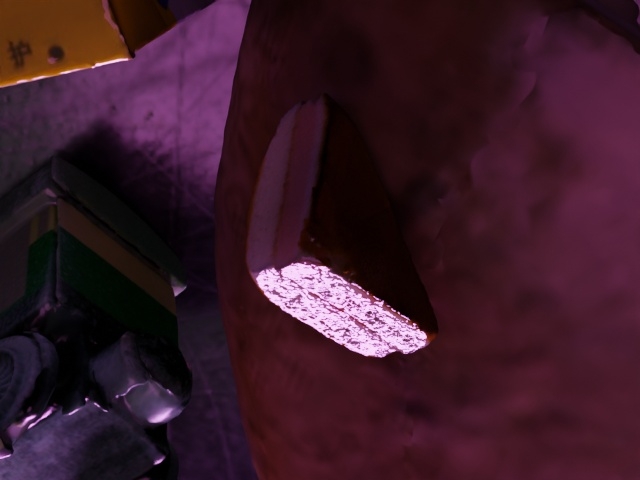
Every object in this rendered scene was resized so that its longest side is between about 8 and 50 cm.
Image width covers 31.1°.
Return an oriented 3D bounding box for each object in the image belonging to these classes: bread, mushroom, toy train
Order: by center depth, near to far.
[{"bbox_3d":[0.000,0.000,0.438,0.043,0.062,0.109,-23,89,39],"label":"bread"},{"bbox_3d":[0.050,0.055,0.560,0.313,0.224,0.397,28,110,-7],"label":"mushroom"},{"bbox_3d":[-0.198,0.107,0.617,0.301,0.202,0.120,-35,126,16],"label":"toy train"}]

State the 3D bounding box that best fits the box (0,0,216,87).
[{"bbox_3d":[-0.136,-0.127,0.492,0.168,0.265,0.097,-10,106,11],"label":"box"}]
